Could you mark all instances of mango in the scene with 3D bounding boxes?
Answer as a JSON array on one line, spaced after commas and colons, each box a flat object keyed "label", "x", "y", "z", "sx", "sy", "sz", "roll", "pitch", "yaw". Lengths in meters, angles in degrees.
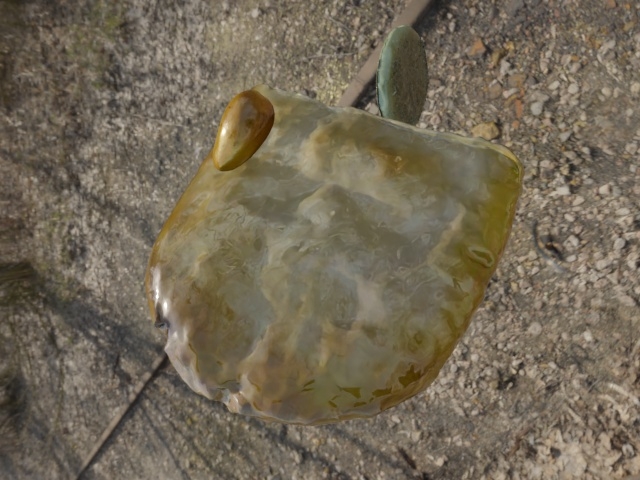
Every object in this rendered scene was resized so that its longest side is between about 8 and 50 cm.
[{"label": "mango", "x": -0.078, "y": -0.102, "z": 0.416, "sx": 0.046, "sy": 0.060, "sz": 0.089, "roll": 34, "pitch": 117, "yaw": -16}]

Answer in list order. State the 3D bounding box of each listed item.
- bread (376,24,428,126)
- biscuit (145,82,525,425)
[{"label": "bread", "x": 0.213, "y": -0.398, "z": 1.076, "sx": 0.040, "sy": 0.267, "sz": 0.267, "roll": 10, "pitch": 103, "yaw": 33}, {"label": "biscuit", "x": 0.000, "y": 0.001, "z": 0.545, "sx": 0.429, "sy": 0.104, "sz": 0.446, "roll": 17, "pitch": 65, "yaw": 18}]
